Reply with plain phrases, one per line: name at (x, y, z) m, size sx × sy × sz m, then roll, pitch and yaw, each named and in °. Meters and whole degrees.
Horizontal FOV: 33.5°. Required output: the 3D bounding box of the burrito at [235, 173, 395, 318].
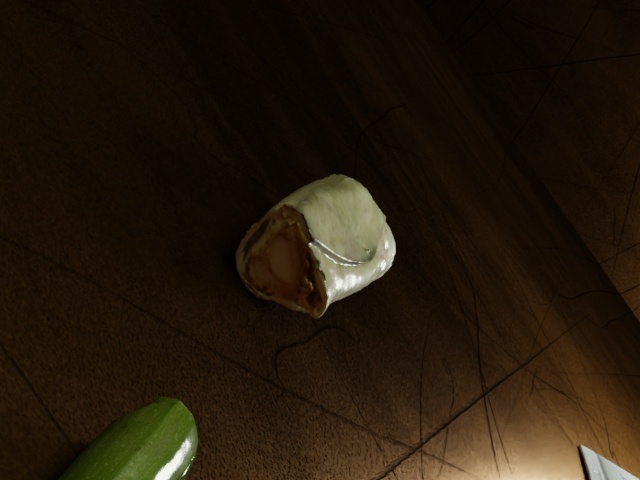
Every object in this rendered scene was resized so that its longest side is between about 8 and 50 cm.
burrito at (0.002, 0.003, 1.248) m, size 0.143 × 0.105 × 0.299 m, roll 63°, pitch 19°, yaw 0°

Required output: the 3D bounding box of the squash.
squash at (-0.139, 0.169, 0.714) m, size 0.069 × 0.069 × 0.239 m, roll 52°, pitch 20°, yaw -3°

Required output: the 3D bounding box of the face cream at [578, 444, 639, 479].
face cream at (0.589, 0.511, 1.720) m, size 0.420 × 0.137 × 0.235 m, roll 35°, pitch 26°, yaw -15°
